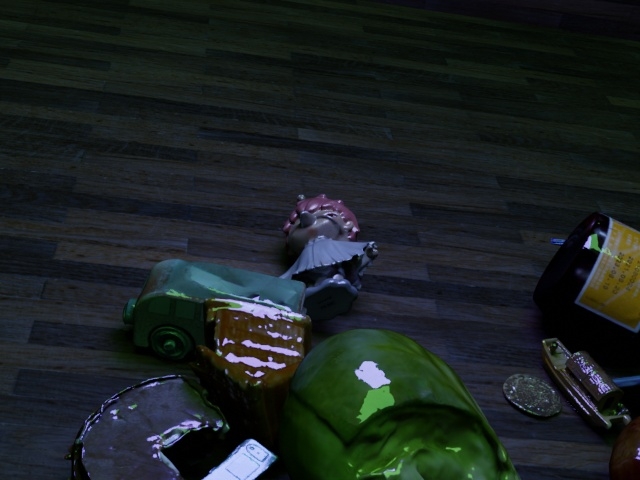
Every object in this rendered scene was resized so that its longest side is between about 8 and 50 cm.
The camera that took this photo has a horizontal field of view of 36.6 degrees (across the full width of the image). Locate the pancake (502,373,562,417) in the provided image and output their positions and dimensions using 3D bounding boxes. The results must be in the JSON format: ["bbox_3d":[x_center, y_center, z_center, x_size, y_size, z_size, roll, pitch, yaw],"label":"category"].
[{"bbox_3d":[0.380,0.276,1.733,0.114,0.011,0.115,8,33,-5],"label":"pancake"}]

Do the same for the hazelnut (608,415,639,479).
[{"bbox_3d":[0.548,0.361,1.533,0.204,0.178,0.178,-26,48,-38],"label":"hazelnut"}]

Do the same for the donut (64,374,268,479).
[{"bbox_3d":[-0.205,0.345,1.330,0.259,0.136,0.345,-21,44,-38],"label":"donut"}]

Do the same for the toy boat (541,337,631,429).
[{"bbox_3d":[0.472,0.250,1.734,0.068,0.088,0.226,-5,37,-23],"label":"toy boat"}]

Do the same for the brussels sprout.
[{"bbox_3d":[0.106,0.291,1.334,0.371,0.276,0.315,43,-3,-18],"label":"brussels sprout"}]

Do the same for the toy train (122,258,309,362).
[{"bbox_3d":[-0.174,0.128,1.651,0.326,0.159,0.129,11,30,1],"label":"toy train"}]

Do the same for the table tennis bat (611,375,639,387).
[{"bbox_3d":[0.578,0.244,1.701,0.149,0.038,0.237,-9,-10,12],"label":"table tennis bat"}]

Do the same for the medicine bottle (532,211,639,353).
[{"bbox_3d":[0.631,0.129,1.860,0.395,0.243,0.242,30,34,1],"label":"medicine bottle"}]

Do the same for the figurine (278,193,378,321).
[{"bbox_3d":[0.000,0.000,1.887,0.207,0.166,0.387,-26,35,14],"label":"figurine"}]

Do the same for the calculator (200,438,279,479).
[{"bbox_3d":[-0.124,0.317,1.263,0.057,0.018,0.172,27,35,23],"label":"calculator"}]

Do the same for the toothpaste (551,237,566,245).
[{"bbox_3d":[0.568,0.007,2.210,0.083,0.015,0.024,9,33,6],"label":"toothpaste"}]

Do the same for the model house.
[{"bbox_3d":[-0.091,0.226,1.490,0.219,0.200,0.229,5,32,-3],"label":"model house"}]
